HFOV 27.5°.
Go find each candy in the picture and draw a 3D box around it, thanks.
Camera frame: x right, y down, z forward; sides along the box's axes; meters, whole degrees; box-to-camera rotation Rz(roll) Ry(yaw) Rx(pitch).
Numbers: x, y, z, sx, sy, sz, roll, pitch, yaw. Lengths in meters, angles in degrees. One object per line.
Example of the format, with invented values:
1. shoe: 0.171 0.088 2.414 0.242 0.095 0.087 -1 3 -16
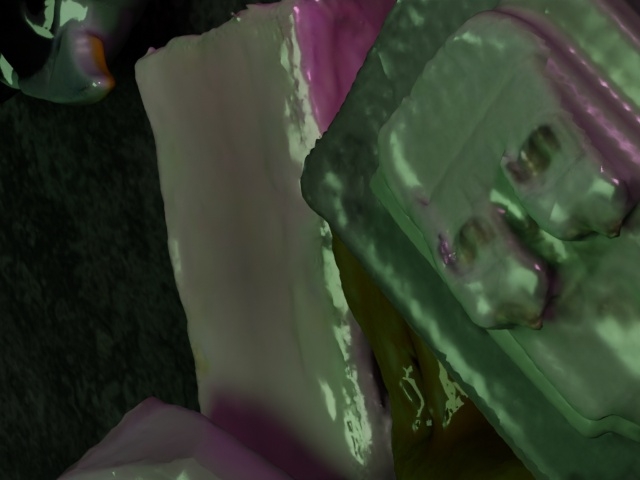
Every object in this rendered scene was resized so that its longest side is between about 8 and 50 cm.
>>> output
1. candy: 0.000 0.000 0.735 0.155 0.115 0.265 -9 92 51

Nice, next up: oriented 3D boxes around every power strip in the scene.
1. power strip: 0.078 -0.009 0.413 0.213 0.064 0.198 49 131 24

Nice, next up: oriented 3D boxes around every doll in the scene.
1. doll: -0.197 -0.158 0.915 0.316 0.103 0.146 0 62 56

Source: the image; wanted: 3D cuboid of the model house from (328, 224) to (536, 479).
1. model house: 0.102 -0.013 0.548 0.268 0.173 0.239 -18 89 28

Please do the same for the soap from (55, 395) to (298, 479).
1. soap: 0.009 0.319 0.662 0.435 0.213 0.350 29 142 32
